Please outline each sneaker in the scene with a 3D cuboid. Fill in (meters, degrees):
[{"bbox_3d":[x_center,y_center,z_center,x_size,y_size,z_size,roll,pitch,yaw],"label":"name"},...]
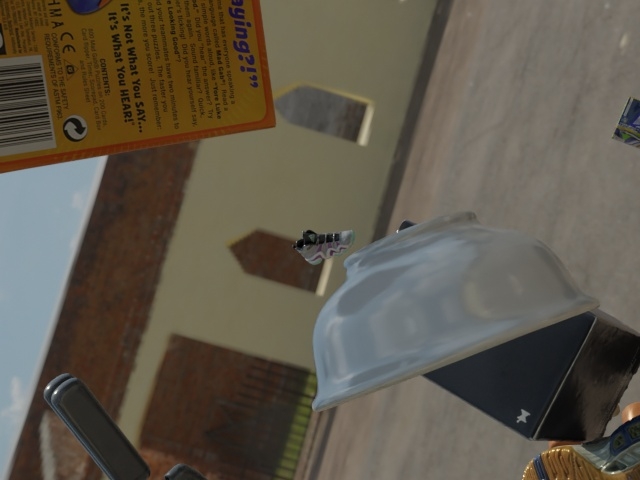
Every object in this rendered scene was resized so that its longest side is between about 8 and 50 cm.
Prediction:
[{"bbox_3d":[0.402,0.305,1.383,0.296,0.131,0.111,-37,65,47],"label":"sneaker"},{"bbox_3d":[0.000,0.000,1.606,0.098,0.069,0.038,-29,43,29],"label":"sneaker"}]

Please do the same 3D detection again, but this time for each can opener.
[{"bbox_3d":[-0.233,0.273,1.328,0.095,0.283,0.076,-40,19,-21],"label":"can opener"}]

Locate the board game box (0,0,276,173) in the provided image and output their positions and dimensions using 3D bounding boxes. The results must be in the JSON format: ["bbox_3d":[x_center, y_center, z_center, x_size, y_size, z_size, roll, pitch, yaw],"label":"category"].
[{"bbox_3d":[-0.315,-0.272,1.167,0.356,0.356,0.356,4,104,50],"label":"board game box"}]

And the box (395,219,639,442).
[{"bbox_3d":[0.251,0.128,1.410,0.294,0.296,0.182,18,-81,-59],"label":"box"}]

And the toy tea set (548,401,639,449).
[{"bbox_3d":[0.484,0.233,1.603,0.200,0.336,0.124,55,-145,-28],"label":"toy tea set"}]

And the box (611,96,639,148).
[{"bbox_3d":[0.547,-0.162,1.617,0.054,0.169,0.059,72,-138,-74],"label":"box"}]

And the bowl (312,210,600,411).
[{"bbox_3d":[0.111,0.058,1.023,0.298,0.298,0.134,116,135,-78],"label":"bowl"}]
